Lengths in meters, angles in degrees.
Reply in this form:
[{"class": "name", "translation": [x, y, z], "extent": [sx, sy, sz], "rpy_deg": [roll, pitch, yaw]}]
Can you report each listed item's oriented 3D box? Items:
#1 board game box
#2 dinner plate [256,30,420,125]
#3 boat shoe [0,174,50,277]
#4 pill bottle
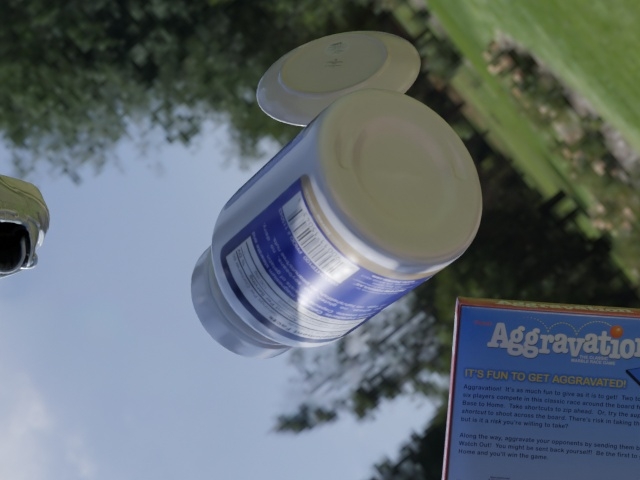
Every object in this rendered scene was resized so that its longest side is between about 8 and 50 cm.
[{"class": "board game box", "translation": [0.217, 0.115, 0.900], "extent": [0.027, 0.281, 0.145], "rpy_deg": [-77, -9, -80]}, {"class": "dinner plate", "translation": [0.013, -0.142, 1.258], "extent": [0.141, 0.141, 0.017], "rpy_deg": [-120, 12, -53]}, {"class": "boat shoe", "translation": [-0.268, -0.008, 1.214], "extent": [0.227, 0.079, 0.081], "rpy_deg": [61, -174, -76]}, {"class": "pill bottle", "translation": [0.000, 0.000, 0.892], "extent": [0.112, 0.187, 0.112], "rpy_deg": [15, -121, -27]}]
